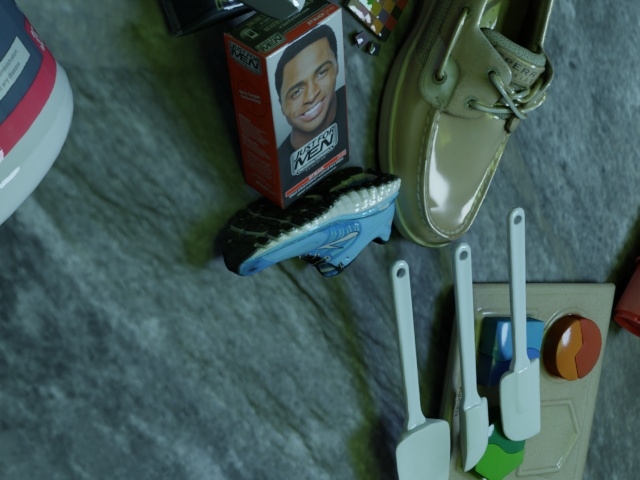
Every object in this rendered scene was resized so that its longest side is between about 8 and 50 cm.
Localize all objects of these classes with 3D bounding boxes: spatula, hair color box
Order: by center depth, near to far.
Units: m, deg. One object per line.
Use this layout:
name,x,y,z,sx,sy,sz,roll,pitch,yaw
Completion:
hair color box,-0.020,-0.097,0.794,0.072,0.043,0.141,-39,146,-25
spatula,0.123,0.102,0.960,0.168,0.019,0.242,-22,121,-25

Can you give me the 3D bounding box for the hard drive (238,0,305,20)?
hard drive,-0.052,-0.315,0.685,0.203,0.040,0.307,26,74,-26

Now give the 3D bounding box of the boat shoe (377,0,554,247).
boat shoe,0.128,-0.137,0.901,0.109,0.098,0.302,9,96,-40

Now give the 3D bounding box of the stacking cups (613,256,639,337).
stacking cups,0.402,-0.041,1.153,0.096,0.096,0.316,39,76,-39

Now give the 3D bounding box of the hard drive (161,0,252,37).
hard drive,-0.015,-0.260,0.782,0.255,0.054,0.172,-34,121,-28

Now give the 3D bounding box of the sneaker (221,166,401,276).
sneaker,0.000,0.000,0.857,0.162,0.063,0.073,-21,117,-34

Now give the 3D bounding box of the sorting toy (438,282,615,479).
sorting toy,0.191,0.191,1.076,0.229,0.041,0.307,0,101,-39

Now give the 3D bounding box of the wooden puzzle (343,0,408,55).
wooden puzzle,0.045,-0.187,0.882,0.049,0.006,0.083,37,78,-39

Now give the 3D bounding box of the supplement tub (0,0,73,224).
supplement tub,-0.260,-0.116,0.526,0.191,0.191,0.272,-46,126,-21
